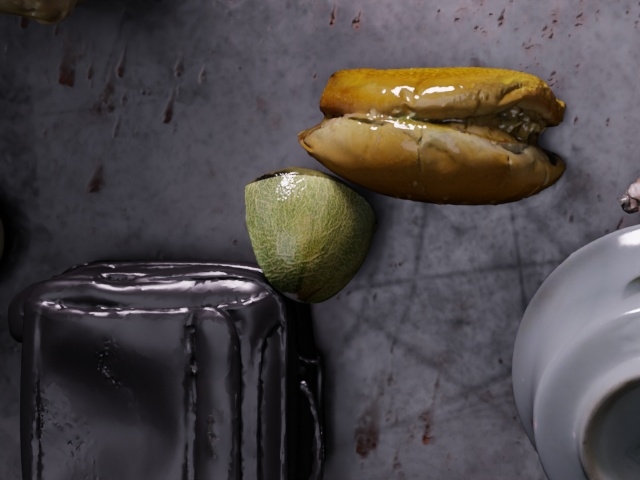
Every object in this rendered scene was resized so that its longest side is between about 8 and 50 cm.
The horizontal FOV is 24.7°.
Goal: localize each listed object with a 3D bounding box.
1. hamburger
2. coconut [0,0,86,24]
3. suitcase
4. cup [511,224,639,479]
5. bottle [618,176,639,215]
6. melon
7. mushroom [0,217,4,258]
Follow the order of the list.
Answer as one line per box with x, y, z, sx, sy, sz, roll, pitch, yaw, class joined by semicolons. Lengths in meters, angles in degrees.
0.107;-0.106;1.490;0.283;0.156;0.144;3;96;12;hamburger
-0.325;-0.395;1.490;0.346;0.346;0.360;-31;85;15;coconut
-0.159;0.194;1.585;0.339;0.188;0.345;1;93;9;suitcase
0.345;0.168;1.408;0.347;0.163;0.347;5;110;15;cup
0.380;-0.041;1.460;0.152;0.099;0.099;-12;92;24;bottle
0.000;0.000;1.512;0.079;0.160;0.128;-19;52;45;melon
-0.438;-0.001;1.662;0.154;0.122;0.154;-1;88;18;mushroom
